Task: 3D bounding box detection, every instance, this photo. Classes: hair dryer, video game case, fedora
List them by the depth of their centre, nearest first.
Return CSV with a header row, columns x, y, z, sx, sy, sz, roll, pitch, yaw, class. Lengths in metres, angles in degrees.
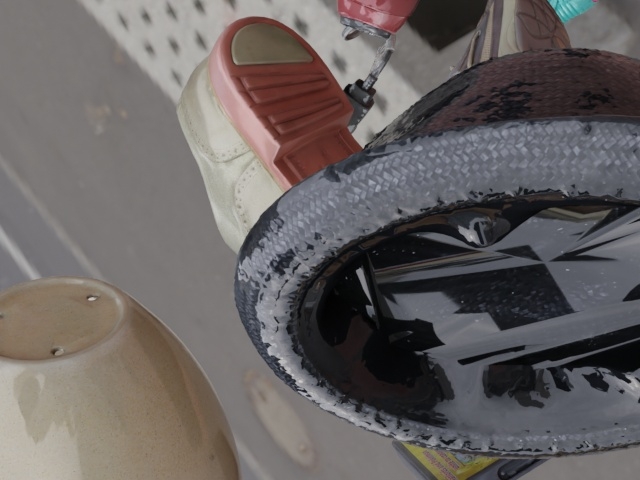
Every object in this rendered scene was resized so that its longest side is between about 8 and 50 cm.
x,y,z,sx,sy,sz,roll,pitch,yaw,class
0.122,-0.006,0.728,0.334,0.334,0.152,87,-173,-51,fedora
0.054,-0.267,1.238,0.080,0.223,0.293,17,137,-10,hair dryer
0.223,0.216,1.502,0.035,0.248,0.275,61,174,-7,video game case

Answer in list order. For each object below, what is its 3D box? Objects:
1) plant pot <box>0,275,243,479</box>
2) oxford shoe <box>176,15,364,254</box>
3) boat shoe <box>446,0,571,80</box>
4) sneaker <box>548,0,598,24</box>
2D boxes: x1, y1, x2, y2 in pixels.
x,y,z,sx,sy,sz,roll,pitch,yaw,class
-0.213,0.143,1.060,0.284,0.284,0.190,33,136,45,plant pot
0.000,0.000,1.143,0.146,0.140,0.397,-36,77,48,oxford shoe
0.209,-0.204,1.497,0.130,0.355,0.132,-26,119,28,boat shoe
0.324,-0.432,1.715,0.178,0.124,0.295,-15,76,27,sneaker
